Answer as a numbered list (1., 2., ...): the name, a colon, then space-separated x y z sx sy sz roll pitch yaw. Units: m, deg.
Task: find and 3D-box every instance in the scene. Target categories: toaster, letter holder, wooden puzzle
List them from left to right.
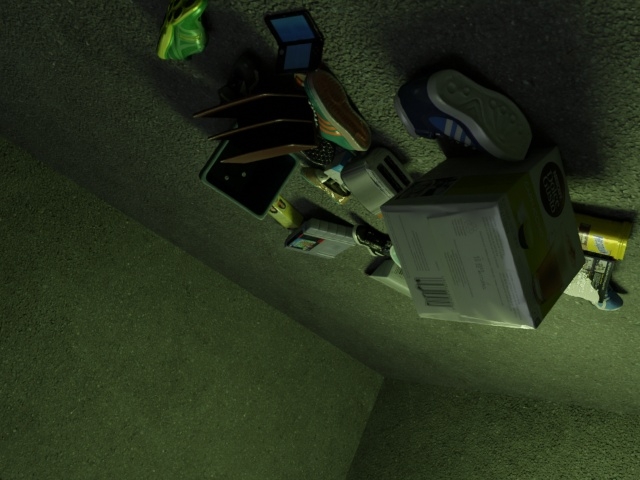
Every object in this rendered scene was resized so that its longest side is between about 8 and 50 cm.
1. letter holder: -0.194 -0.317 1.718 0.302 0.152 0.214 -5 -177 39
2. wooden puzzle: -0.041 -0.432 1.656 0.116 0.014 0.078 20 158 13
3. toaster: 0.179 -0.175 1.821 0.227 0.129 0.146 50 150 -11

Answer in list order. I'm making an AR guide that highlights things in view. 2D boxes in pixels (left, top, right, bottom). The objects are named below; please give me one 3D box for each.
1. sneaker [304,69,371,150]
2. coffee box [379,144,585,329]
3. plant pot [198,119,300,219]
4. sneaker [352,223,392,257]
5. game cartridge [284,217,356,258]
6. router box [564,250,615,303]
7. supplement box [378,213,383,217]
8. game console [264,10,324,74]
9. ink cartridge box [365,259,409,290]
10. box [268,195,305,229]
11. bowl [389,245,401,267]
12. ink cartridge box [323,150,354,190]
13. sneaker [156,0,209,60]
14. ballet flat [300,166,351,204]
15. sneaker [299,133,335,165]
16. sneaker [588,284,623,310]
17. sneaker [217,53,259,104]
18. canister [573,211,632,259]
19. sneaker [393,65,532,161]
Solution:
1. sneaker: 0.022 -0.346 1.658 0.121 0.108 0.302 3 151 36
2. coffee box: 0.424 -0.015 1.539 0.338 0.334 0.337 -1 117 47
3. plant pot: -0.266 -0.244 2.044 0.248 0.247 0.252 34 174 -22
4. sneaker: 0.220 -0.003 2.300 0.121 0.079 0.217 4 159 36
5. game cartridge: 0.000 0.000 2.480 0.230 0.068 0.355 9 163 -18
6. router box: 0.814 0.101 1.838 0.133 0.046 0.179 16 134 24
7. supplement box: 0.268 -0.128 1.942 0.233 0.078 0.080 0 145 47
8. game console: -0.072 -0.483 1.482 0.144 0.124 0.085 8 179 38
9. ink cartridge box: 0.379 0.186 2.593 0.308 0.091 0.385 28 175 -8
10. box: -0.168 -0.129 2.439 0.087 0.058 0.232 0 148 47
11. bowl: 0.405 0.020 2.018 0.312 0.163 0.311 21 159 9
12. ink cartridge box: 0.114 -0.206 1.947 0.180 0.060 0.104 34 157 -21
13. sneaker: -0.345 -0.569 1.583 0.123 0.109 0.295 9 165 -26
14. ballet flat: 0.025 -0.202 2.072 0.206 0.073 0.067 33 130 -27
15. sneaker: -0.057 -0.320 1.885 0.235 0.084 0.097 30 -170 -20
16. sneaker: 0.894 0.160 1.926 0.211 0.080 0.081 30 160 -13
17. sneaker: -0.240 -0.437 1.717 0.078 0.106 0.234 43 158 -2
18. canister: 0.762 -0.016 1.671 0.170 0.073 0.126 16 156 27
19. sneaker: 0.328 -0.289 1.463 0.323 0.130 0.236 29 169 -21
